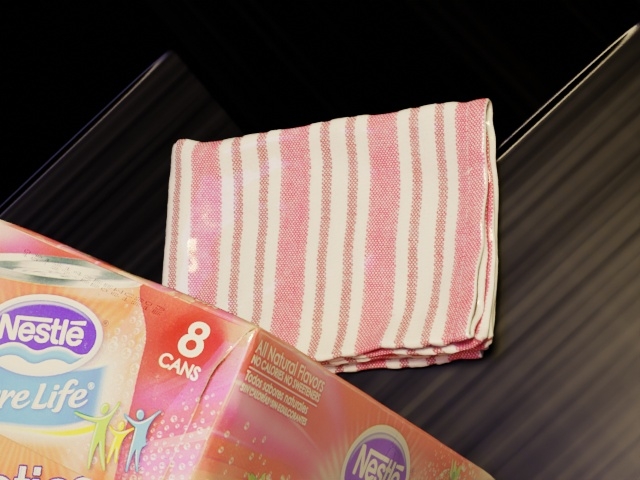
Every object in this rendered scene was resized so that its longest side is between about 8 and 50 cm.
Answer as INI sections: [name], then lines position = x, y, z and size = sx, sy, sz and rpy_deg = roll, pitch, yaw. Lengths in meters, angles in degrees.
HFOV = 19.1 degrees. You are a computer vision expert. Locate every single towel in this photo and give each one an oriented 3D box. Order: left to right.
[towel]
position = 0.000, 0.000, 1.027
size = 0.197, 0.029, 0.144
rpy_deg = -6, 69, 22

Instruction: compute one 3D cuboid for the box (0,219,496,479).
[box]
position = -0.053, 0.115, 0.853
size = 0.154, 0.300, 0.142
rpy_deg = 21, 82, 29
